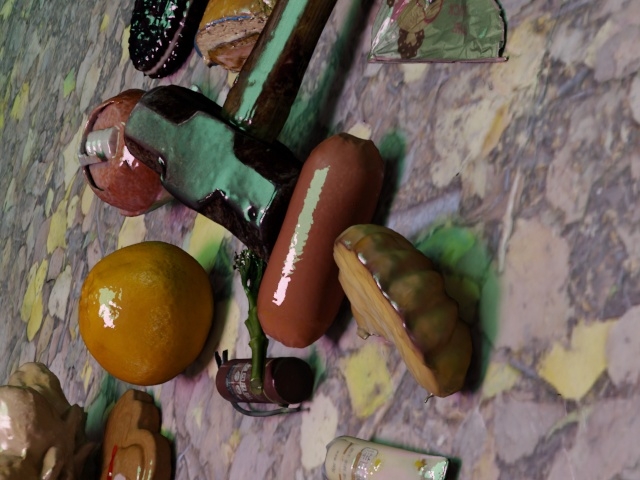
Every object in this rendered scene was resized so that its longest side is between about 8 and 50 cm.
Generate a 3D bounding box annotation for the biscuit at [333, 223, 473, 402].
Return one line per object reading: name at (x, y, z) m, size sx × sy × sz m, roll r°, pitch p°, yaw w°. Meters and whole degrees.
biscuit at (0.062, 0.042, 1.009) m, size 0.183 × 0.061 × 0.118 m, roll 47°, pitch 160°, yaw 60°

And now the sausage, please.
sausage at (0.000, 0.000, 1.150) m, size 0.077 × 0.077 × 0.194 m, roll 33°, pitch 105°, yaw 63°

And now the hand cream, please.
hand cream at (0.048, 0.180, 1.002) m, size 0.143 × 0.039 × 0.061 m, roll 6°, pitch 80°, yaw 59°

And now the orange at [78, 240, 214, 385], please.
orange at (-0.188, 0.075, 1.414) m, size 0.159 × 0.136 × 0.159 m, roll -46°, pitch 37°, yaw 50°

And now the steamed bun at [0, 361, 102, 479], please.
steamed bun at (-0.327, 0.290, 1.556) m, size 0.295 × 0.137 × 0.292 m, roll -77°, pitch -7°, yaw -67°

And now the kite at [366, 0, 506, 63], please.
kite at (0.104, -0.244, 1.145) m, size 0.268 × 0.013 × 0.323 m, roll -49°, pitch 37°, yaw 43°

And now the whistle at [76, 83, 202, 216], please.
whistle at (-0.175, -0.105, 1.506) m, size 0.346 × 0.134 × 0.142 m, roll -2°, pitch 65°, yaw 55°

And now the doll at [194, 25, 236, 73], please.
doll at (-0.114, -0.236, 1.537) m, size 0.083 × 0.050 × 0.076 m, roll 20°, pitch 90°, yaw 66°

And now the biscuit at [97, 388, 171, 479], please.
biscuit at (-0.211, 0.298, 1.445) m, size 0.186 × 0.044 × 0.295 m, roll -52°, pitch 34°, yaw 35°

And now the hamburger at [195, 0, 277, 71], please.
hamburger at (-0.078, -0.252, 1.428) m, size 0.176 × 0.087 × 0.102 m, roll -20°, pitch 60°, yaw 62°

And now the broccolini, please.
broccolini at (-0.064, 0.069, 1.226) m, size 0.044 × 0.042 × 0.218 m, roll -57°, pitch 17°, yaw 29°

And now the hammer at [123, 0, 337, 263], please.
hammer at (-0.018, -0.201, 1.252) m, size 0.242 × 0.095 × 0.408 m, roll 34°, pitch 99°, yaw 42°

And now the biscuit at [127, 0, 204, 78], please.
biscuit at (-0.201, -0.305, 1.741) m, size 0.194 × 0.053 × 0.194 m, roll -42°, pitch 40°, yaw 49°

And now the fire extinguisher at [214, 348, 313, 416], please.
fire extinguisher at (-0.060, 0.131, 1.232) m, size 0.158 × 0.043 × 0.064 m, roll -12°, pitch 87°, yaw 62°
